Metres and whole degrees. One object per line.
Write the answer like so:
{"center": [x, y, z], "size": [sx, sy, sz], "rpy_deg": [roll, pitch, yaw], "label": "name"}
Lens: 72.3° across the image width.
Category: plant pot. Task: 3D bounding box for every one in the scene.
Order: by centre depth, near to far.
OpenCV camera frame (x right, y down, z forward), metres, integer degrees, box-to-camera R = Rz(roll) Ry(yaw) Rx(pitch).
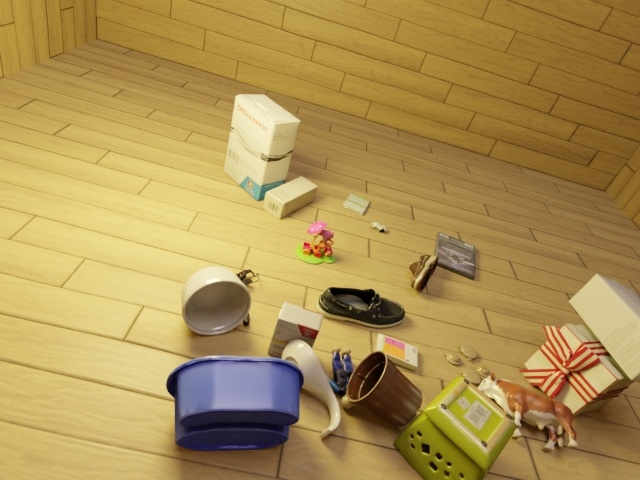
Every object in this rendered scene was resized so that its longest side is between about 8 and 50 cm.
{"center": [0.377, 0.525, 1.191], "size": [0.228, 0.207, 0.227], "rpy_deg": [-20, 50, -43], "label": "plant pot"}
{"center": [0.190, 0.432, 1.253], "size": [0.165, 0.167, 0.167], "rpy_deg": [40, 34, -10], "label": "plant pot"}

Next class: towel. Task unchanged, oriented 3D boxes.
{"center": [0.184, -0.187, 2.234], "size": [0.113, 0.023, 0.152], "rpy_deg": [26, 33, 6], "label": "towel"}

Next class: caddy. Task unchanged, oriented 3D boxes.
{"center": [-0.206, 0.386, 1.083], "size": [0.342, 0.241, 0.179], "rpy_deg": [7, 43, -17], "label": "caddy"}

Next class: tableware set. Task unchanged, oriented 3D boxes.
{"center": [0.524, 0.435, 1.545], "size": [0.141, 0.020, 0.168], "rpy_deg": [-3, 39, -31], "label": "tableware set"}

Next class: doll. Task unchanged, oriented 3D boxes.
{"center": [0.067, 0.418, 1.330], "size": [0.129, 0.046, 0.189], "rpy_deg": [15, 40, -22], "label": "doll"}

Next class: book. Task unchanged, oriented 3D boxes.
{"center": [0.259, 0.376, 1.491], "size": [0.144, 0.035, 0.096], "rpy_deg": [21, 32, 2], "label": "book"}

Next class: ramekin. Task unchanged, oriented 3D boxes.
{"center": [-0.327, 0.177, 1.345], "size": [0.207, 0.207, 0.109], "rpy_deg": [-3, 32, -28], "label": "ramekin"}

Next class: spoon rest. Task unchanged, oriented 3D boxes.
{"center": [-0.026, 0.411, 1.247], "size": [0.084, 0.137, 0.276], "rpy_deg": [-2, 53, -47], "label": "spoon rest"}

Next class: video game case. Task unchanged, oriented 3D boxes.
{"center": [0.643, 0.068, 2.095], "size": [0.196, 0.026, 0.274], "rpy_deg": [22, 36, 5], "label": "video game case"}

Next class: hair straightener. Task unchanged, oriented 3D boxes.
{"center": [-0.294, 0.160, 1.524], "size": [0.089, 0.047, 0.230], "rpy_deg": [37, 34, 24], "label": "hair straightener"}

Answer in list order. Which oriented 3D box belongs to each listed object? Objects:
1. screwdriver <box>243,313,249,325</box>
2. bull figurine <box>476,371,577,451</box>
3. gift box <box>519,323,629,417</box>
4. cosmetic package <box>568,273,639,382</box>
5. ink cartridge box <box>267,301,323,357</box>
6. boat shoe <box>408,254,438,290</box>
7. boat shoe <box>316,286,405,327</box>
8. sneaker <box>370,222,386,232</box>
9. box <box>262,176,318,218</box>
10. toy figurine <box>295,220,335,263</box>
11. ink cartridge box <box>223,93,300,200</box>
{"center": [-0.250, 0.219, 1.473], "size": [0.024, 0.025, 0.169], "rpy_deg": [8, 37, -16], "label": "screwdriver"}
{"center": [0.656, 0.542, 1.392], "size": [0.311, 0.101, 0.188], "rpy_deg": [16, 41, 4], "label": "bull figurine"}
{"center": [0.884, 0.436, 1.526], "size": [0.258, 0.255, 0.276], "rpy_deg": [4, 33, -35], "label": "gift box"}
{"center": [1.040, 0.299, 1.463], "size": [0.197, 0.155, 0.365], "rpy_deg": [22, 28, -15], "label": "cosmetic package"}
{"center": [-0.078, 0.286, 1.332], "size": [0.128, 0.175, 0.072], "rpy_deg": [18, 37, -1], "label": "ink cartridge box"}
{"center": [0.417, 0.132, 1.859], "size": [0.095, 0.095, 0.257], "rpy_deg": [18, 26, 24], "label": "boat shoe"}
{"center": [0.161, 0.224, 1.579], "size": [0.340, 0.113, 0.127], "rpy_deg": [12, 35, -10], "label": "boat shoe"}
{"center": [0.277, -0.060, 2.090], "size": [0.083, 0.031, 0.037], "rpy_deg": [15, 35, -5], "label": "sneaker"}
{"center": [-0.137, -0.203, 2.038], "size": [0.113, 0.094, 0.275], "rpy_deg": [34, 37, 20], "label": "box"}
{"center": [0.000, 0.000, 1.769], "size": [0.173, 0.159, 0.130], "rpy_deg": [15, 35, -7], "label": "toy figurine"}
{"center": [-0.278, -0.430, 2.018], "size": [0.166, 0.394, 0.285], "rpy_deg": [-20, 51, -42], "label": "ink cartridge box"}
